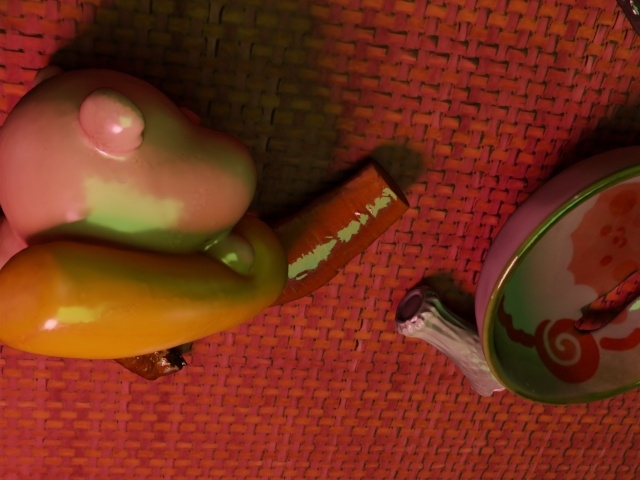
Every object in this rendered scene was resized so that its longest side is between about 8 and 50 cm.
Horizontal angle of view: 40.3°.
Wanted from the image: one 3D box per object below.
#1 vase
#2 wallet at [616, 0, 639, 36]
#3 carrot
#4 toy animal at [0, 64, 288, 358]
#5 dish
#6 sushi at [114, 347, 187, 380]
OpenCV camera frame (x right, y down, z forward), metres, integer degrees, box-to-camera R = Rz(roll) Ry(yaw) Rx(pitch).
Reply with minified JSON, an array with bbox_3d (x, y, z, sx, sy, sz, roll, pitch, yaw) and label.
[{"bbox_3d":[0.152,0.111,0.998,0.148,0.081,0.081,34,112,-25],"label":"vase"},{"bbox_3d":[0.319,-0.292,0.709,0.245,0.052,0.169,-40,102,-7],"label":"wallet"},{"bbox_3d":[0.000,0.000,0.888,0.193,0.087,0.087,-30,124,7],"label":"carrot"},{"bbox_3d":[-0.172,-0.037,0.768,0.277,0.345,0.247,-7,93,-30],"label":"toy animal"},{"bbox_3d":[0.300,0.021,0.939,0.324,0.124,0.324,-10,129,-12],"label":"dish"},{"bbox_3d":[-0.194,0.111,0.946,0.060,0.061,0.118,-43,141,8],"label":"sushi"}]
